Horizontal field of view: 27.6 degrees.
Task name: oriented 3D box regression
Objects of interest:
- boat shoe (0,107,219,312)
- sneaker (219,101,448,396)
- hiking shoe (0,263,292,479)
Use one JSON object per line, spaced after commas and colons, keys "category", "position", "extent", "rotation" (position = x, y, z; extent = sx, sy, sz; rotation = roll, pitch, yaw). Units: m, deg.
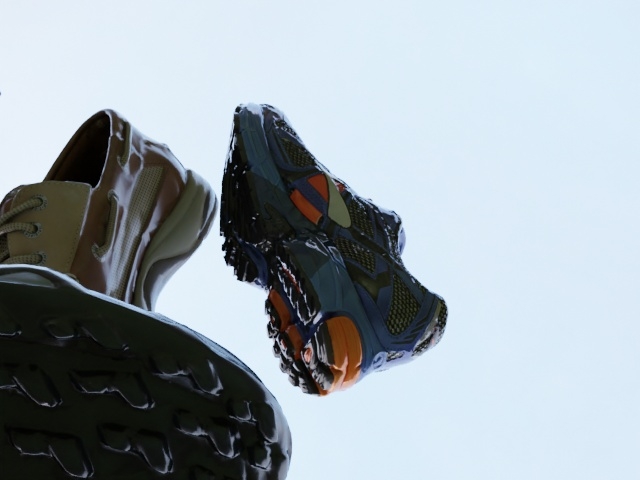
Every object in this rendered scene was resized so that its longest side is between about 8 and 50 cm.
{"category": "boat shoe", "position": [-0.166, 0.024, 0.799], "extent": [0.116, 0.123, 0.324], "rotation": [53, -154, -20]}
{"category": "sneaker", "position": [0.000, 0.000, 0.723], "extent": [0.087, 0.083, 0.221], "rotation": [-3, -137, -22]}
{"category": "hiking shoe", "position": [-0.157, 0.038, 0.486], "extent": [0.304, 0.113, 0.132], "rotation": [15, -164, -16]}
